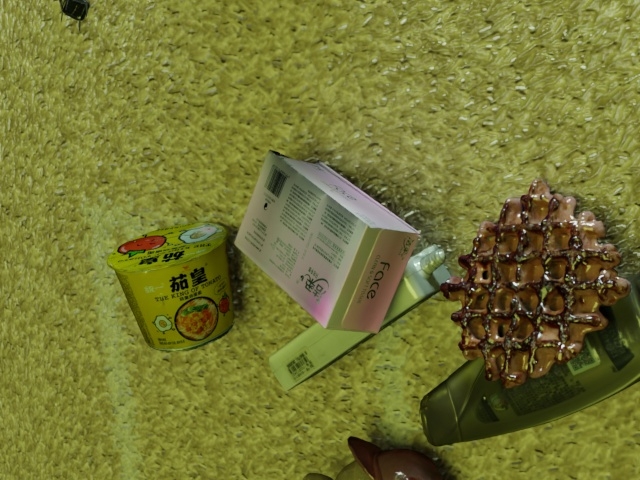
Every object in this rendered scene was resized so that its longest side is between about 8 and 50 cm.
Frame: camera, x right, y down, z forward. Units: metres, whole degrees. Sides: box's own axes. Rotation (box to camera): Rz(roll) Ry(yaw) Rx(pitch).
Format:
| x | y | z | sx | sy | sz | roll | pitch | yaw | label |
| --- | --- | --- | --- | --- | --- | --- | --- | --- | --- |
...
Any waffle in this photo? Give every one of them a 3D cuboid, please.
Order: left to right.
| x | y | z | sx | sy | sz | roll | pitch | yaw | label |
| --- | --- | --- | --- | --- | --- | --- | --- | --- | --- |
| 0.244 | 0.056 | 1.142 | 0.234 | 0.055 | 0.221 | -51 | 45 | 20 | waffle |

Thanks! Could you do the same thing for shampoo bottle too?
| x | y | z | sx | sy | sz | roll | pitch | yaw | label |
| --- | --- | --- | --- | --- | --- | --- | --- | --- | --- |
| 0.265 | 0.162 | 1.190 | 0.350 | 0.084 | 0.126 | -35 | 73 | 36 | shampoo bottle |

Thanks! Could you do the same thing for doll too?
| x | y | z | sx | sy | sz | roll | pitch | yaw | label |
| --- | --- | --- | --- | --- | --- | --- | --- | --- | --- |
| 0.064 | 0.385 | 1.354 | 0.196 | 0.152 | 0.256 | 46 | 120 | -1 | doll |

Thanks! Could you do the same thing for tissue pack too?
| x | y | z | sx | sy | sz | roll | pitch | yaw | label |
| --- | --- | --- | --- | --- | --- | --- | --- | --- | --- |
| 0.000 | 0.000 | 1.249 | 0.246 | 0.092 | 0.149 | 40 | 113 | 47 | tissue pack |

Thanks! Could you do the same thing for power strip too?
| x | y | z | sx | sy | sz | roll | pitch | yaw | label |
| --- | --- | --- | --- | --- | --- | --- | --- | --- | --- |
| 0.055 | 0.106 | 1.307 | 0.338 | 0.098 | 0.058 | -39 | 78 | 36 | power strip |

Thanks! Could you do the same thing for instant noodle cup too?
| x | y | z | sx | sy | sz | roll | pitch | yaw | label |
| --- | --- | --- | --- | --- | --- | --- | --- | --- | --- |
| -0.210 | 0.071 | 1.441 | 0.182 | 0.182 | 0.144 | 2 | 115 | 34 | instant noodle cup |

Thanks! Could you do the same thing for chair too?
| x | y | z | sx | sy | sz | roll | pitch | yaw | label |
| --- | --- | --- | --- | --- | --- | --- | --- | --- | --- |
| -0.385 | -0.366 | 1.510 | 0.037 | 0.042 | 0.086 | -52 | 38 | 32 | chair |
